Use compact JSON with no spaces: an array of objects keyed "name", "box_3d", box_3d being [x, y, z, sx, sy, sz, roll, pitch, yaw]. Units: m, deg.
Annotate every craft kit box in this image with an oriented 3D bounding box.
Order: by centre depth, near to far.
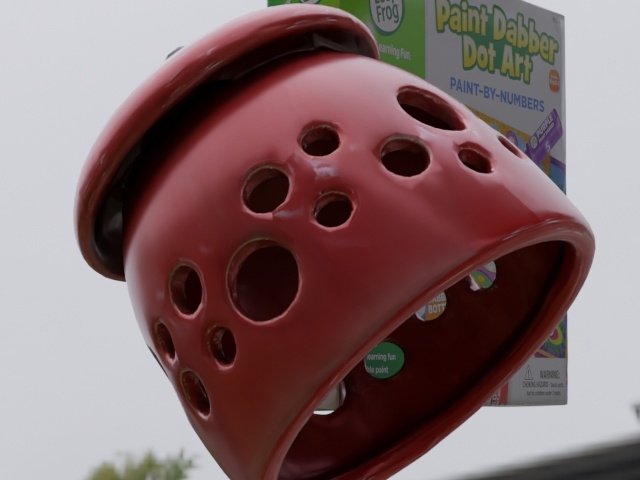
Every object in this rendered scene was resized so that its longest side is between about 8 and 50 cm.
[{"name":"craft kit box","box_3d":[0.061,-0.027,0.981,0.061,0.246,0.250,-6,-7,35]}]

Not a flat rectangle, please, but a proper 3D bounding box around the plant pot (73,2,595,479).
[{"name":"plant pot","box_3d":[0.000,0.000,0.774,0.191,0.174,0.191,-32,-23,-15]}]
